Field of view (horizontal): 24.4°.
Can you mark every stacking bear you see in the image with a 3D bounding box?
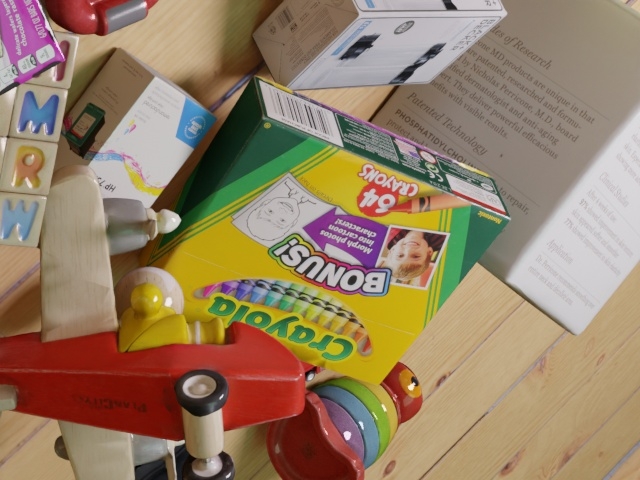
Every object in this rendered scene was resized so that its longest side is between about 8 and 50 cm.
[{"bbox_3d":[0.060,0.282,2.378,0.289,0.175,0.164,-28,172,-47],"label":"stacking bear"}]

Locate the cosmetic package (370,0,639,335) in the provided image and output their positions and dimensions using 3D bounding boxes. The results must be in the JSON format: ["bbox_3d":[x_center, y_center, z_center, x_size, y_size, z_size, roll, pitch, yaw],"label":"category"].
[{"bbox_3d":[0.325,-0.138,2.119,0.394,0.327,0.329,-52,148,3],"label":"cosmetic package"}]

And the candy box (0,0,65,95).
[{"bbox_3d":[-0.376,-0.189,1.379,0.233,0.071,0.159,-33,123,-20],"label":"candy box"}]

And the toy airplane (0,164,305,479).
[{"bbox_3d":[-0.251,0.129,1.706,0.386,0.384,0.272,-37,-161,33],"label":"toy airplane"}]

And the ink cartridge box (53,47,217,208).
[{"bbox_3d":[-0.242,-0.091,1.704,0.231,0.078,0.134,-53,146,4],"label":"ink cartridge box"}]

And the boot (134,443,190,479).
[{"bbox_3d":[-0.153,0.382,2.121,0.094,0.207,0.246,-60,165,23],"label":"boot"}]

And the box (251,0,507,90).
[{"bbox_3d":[0.078,-0.271,1.849,0.290,0.087,0.169,-9,157,-47],"label":"box"}]

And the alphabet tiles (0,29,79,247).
[{"bbox_3d":[-0.387,-0.111,1.452,0.285,0.011,0.343,5,104,-35],"label":"alphabet tiles"}]

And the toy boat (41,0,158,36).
[{"bbox_3d":[-0.196,-0.299,1.487,0.151,0.151,0.231,-30,142,-30],"label":"toy boat"}]

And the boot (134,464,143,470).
[{"bbox_3d":[-0.274,0.310,2.095,0.121,0.045,0.099,-15,136,-52],"label":"boot"}]

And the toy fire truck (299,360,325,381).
[{"bbox_3d":[-0.032,0.157,2.234,0.192,0.047,0.135,-30,141,-30],"label":"toy fire truck"}]

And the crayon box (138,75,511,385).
[{"bbox_3d":[0.000,0.000,1.868,0.363,0.106,0.313,21,121,-25],"label":"crayon box"}]
